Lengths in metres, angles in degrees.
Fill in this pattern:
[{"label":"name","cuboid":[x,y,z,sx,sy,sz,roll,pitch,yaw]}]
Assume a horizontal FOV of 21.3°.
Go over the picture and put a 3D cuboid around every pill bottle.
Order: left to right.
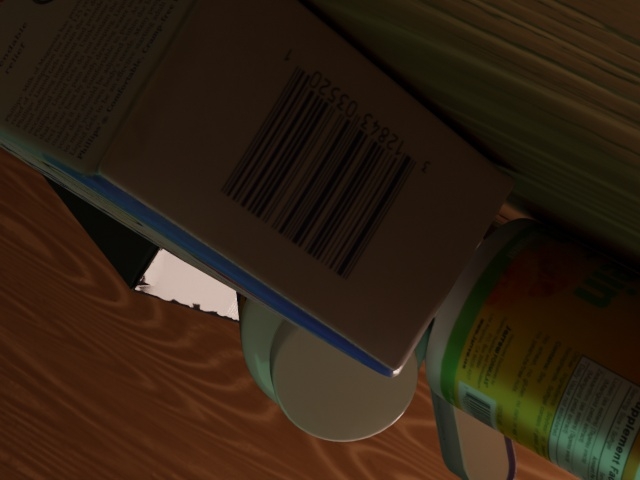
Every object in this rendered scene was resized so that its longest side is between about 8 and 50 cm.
[{"label":"pill bottle","cuboid":[0.007,0.056,1.404,0.152,0.152,0.272,32,-165,-15]},{"label":"pill bottle","cuboid":[0.203,0.096,1.101,0.246,0.136,0.136,29,175,25]}]

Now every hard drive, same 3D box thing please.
[{"label":"hard drive","cuboid":[0.113,0.094,1.430,0.040,0.210,0.318,-10,174,0]}]

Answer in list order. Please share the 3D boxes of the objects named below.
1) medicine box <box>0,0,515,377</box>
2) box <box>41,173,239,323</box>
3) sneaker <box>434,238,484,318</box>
[{"label":"medicine box","cuboid":[-0.078,-0.072,1.055,0.263,0.149,0.289,35,174,-38]},{"label":"box","cuboid":[-0.168,-0.036,1.810,0.184,0.103,0.261,24,-163,-46]},{"label":"sneaker","cuboid":[-0.015,-0.035,1.254,0.290,0.106,0.123,18,168,27]}]
